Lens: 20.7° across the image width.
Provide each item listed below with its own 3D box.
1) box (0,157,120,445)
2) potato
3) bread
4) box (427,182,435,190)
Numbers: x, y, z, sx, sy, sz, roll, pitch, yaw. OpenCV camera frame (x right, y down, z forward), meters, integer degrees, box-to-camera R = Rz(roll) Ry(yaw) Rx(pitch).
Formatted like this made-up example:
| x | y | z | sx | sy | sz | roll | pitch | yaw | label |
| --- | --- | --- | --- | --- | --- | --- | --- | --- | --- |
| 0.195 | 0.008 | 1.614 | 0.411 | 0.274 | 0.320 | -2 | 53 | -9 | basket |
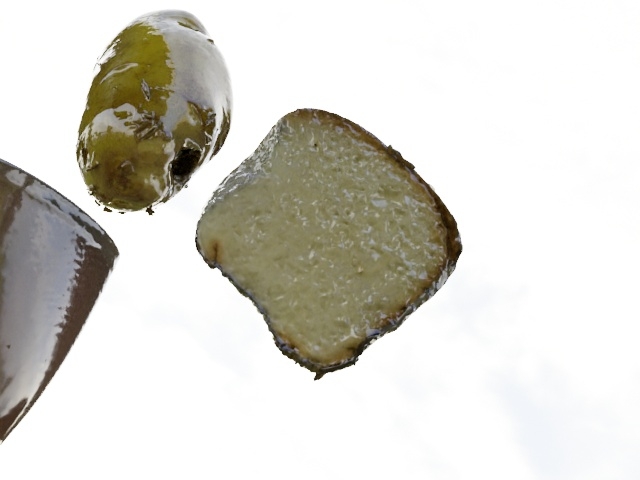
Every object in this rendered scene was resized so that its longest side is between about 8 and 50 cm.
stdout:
| x | y | z | sx | sy | sz | roll | pitch | yaw | label |
| --- | --- | --- | --- | --- | --- | --- | --- | --- | --- |
| -0.352 | 0.045 | 1.564 | 0.301 | 0.216 | 0.301 | 18 | -17 | 6 | box |
| -0.176 | -0.137 | 1.838 | 0.173 | 0.300 | 0.140 | -24 | -59 | 15 | potato |
| 0.000 | 0.000 | 0.962 | 0.129 | 0.126 | 0.044 | 47 | -17 | -4 | bread |
| 0.083 | 0.000 | 1.920 | 0.020 | 0.073 | 0.149 | 14 | -32 | -31 | box |
